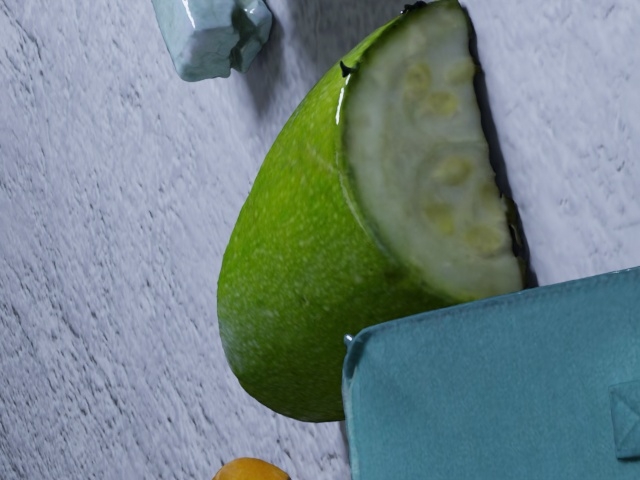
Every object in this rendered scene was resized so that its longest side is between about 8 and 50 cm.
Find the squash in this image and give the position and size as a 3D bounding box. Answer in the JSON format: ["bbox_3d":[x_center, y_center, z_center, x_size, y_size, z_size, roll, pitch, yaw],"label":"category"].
[{"bbox_3d":[0.000,0.000,1.157,0.288,0.111,0.203,150,110,-64],"label":"squash"}]

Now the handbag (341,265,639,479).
[{"bbox_3d":[0.129,0.155,0.922,0.274,0.100,0.269,-22,70,51],"label":"handbag"}]

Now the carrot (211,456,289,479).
[{"bbox_3d":[-0.076,0.232,1.420,0.087,0.087,0.193,60,148,36],"label":"carrot"}]

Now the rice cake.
[{"bbox_3d":[-0.118,-0.262,1.354,0.336,0.063,0.066,68,152,23],"label":"rice cake"}]
